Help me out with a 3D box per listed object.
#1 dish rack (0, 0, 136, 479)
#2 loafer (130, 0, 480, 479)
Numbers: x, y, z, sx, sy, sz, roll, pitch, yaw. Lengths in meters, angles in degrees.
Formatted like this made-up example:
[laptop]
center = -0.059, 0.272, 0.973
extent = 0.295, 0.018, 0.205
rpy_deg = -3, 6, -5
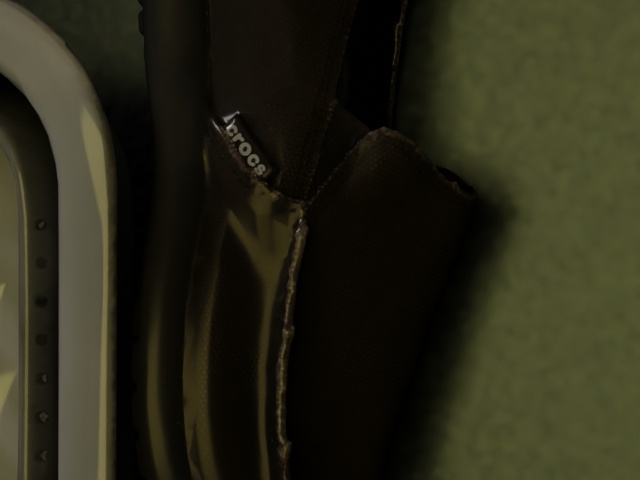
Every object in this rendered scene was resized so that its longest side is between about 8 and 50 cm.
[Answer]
[dish rack]
center = -0.191, 0.081, 0.513
extent = 0.333, 0.072, 0.285
rpy_deg = -1, 87, 22
[loafer]
center = 0.000, 0.000, 0.465
extent = 0.078, 0.080, 0.220
rpy_deg = -5, 86, 14
